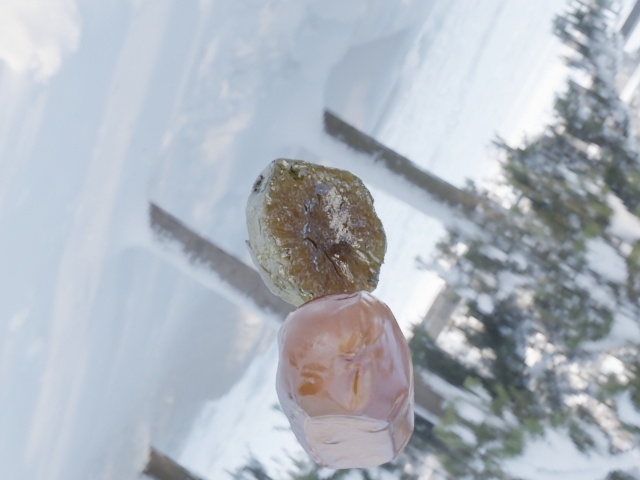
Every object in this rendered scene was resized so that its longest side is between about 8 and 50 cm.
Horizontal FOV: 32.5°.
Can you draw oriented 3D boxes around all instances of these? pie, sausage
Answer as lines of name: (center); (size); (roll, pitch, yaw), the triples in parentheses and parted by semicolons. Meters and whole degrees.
pie: (0.000, 0.000, 1.220); (0.046, 0.195, 0.195); (-21, -156, 47)
sausage: (0.023, 0.125, 0.985); (0.133, 0.133, 0.258); (-56, 161, -18)
